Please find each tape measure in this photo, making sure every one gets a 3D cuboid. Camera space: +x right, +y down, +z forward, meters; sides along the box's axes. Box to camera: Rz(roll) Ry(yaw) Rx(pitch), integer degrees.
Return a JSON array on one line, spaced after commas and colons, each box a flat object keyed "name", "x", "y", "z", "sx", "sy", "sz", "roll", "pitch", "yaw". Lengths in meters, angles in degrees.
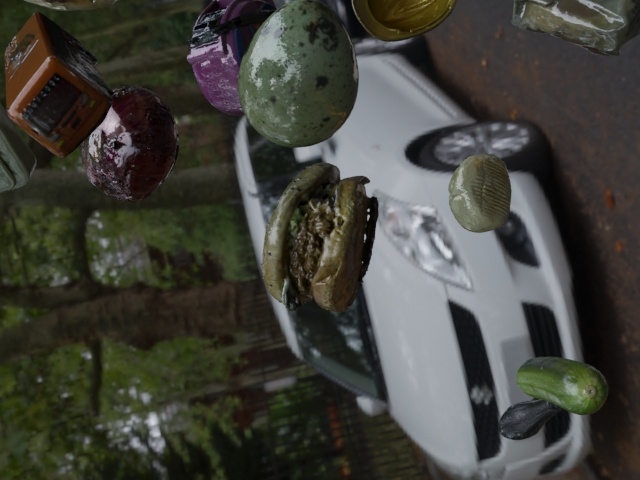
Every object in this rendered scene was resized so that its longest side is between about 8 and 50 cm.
[{"name": "tape measure", "x": -0.142, "y": -0.365, "z": 1.815, "sx": 0.245, "sy": 0.149, "sz": 0.232, "roll": -56, "pitch": -50, "yaw": -42}]

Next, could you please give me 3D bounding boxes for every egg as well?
[{"name": "egg", "x": -0.030, "y": -0.242, "z": 1.355, "sx": 0.177, "sy": 0.177, "sz": 0.228, "roll": -105, "pitch": 18, "yaw": -45}]

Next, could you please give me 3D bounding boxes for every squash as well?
[{"name": "squash", "x": 0.310, "y": 0.184, "z": 1.211, "sx": 0.229, "sy": 0.066, "sz": 0.066, "roll": 151, "pitch": 106, "yaw": -83}]

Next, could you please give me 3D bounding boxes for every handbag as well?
[{"name": "handbag", "x": -0.693, "y": -0.185, "z": 1.795, "sx": 0.079, "sy": 0.219, "sz": 0.256, "roll": -93, "pitch": -17, "yaw": -52}]

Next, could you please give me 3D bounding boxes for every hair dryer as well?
[{"name": "hair dryer", "x": 0.465, "y": 0.309, "z": 1.891, "sx": 0.075, "sy": 0.219, "sz": 0.195, "roll": 47, "pitch": 148, "yaw": 6}]

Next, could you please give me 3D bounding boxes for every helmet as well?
[{"name": "helmet", "x": 0.195, "y": -0.559, "z": 2.196, "sx": 0.205, "sy": 0.257, "sz": 0.140, "roll": 56, "pitch": 176, "yaw": 3}]

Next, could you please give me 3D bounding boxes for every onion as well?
[{"name": "onion", "x": -0.397, "y": -0.206, "z": 1.998, "sx": 0.219, "sy": 0.252, "sz": 0.252, "roll": 5, "pitch": -113, "yaw": -53}]

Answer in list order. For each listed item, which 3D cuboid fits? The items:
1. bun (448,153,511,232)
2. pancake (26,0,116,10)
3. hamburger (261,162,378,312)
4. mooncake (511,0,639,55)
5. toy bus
[{"name": "bun", "x": 0.356, "y": -0.106, "z": 2.104, "sx": 0.111, "sy": 0.164, "sz": 0.188, "roll": -17, "pitch": 64, "yaw": 54}, {"name": "pancake", "x": -0.479, "y": -0.575, "z": 1.742, "sx": 0.071, "sy": 0.382, "sz": 0.382, "roll": 111, "pitch": 148, "yaw": -61}, {"name": "hamburger", "x": 0.000, "y": 0.000, "z": 1.983, "sx": 0.277, "sy": 0.195, "sz": 0.318, "roll": -14, "pitch": -61, "yaw": -70}, {"name": "mooncake", "x": 0.270, "y": -0.238, "z": 0.916, "sx": 0.130, "sy": 0.125, "sz": 0.073, "roll": 30, "pitch": 160, "yaw": 36}, {"name": "toy bus", "x": -0.321, "y": -0.195, "z": 1.124, "sx": 0.092, "sy": 0.093, "sz": 0.409, "roll": 37, "pitch": -176, "yaw": -27}]
